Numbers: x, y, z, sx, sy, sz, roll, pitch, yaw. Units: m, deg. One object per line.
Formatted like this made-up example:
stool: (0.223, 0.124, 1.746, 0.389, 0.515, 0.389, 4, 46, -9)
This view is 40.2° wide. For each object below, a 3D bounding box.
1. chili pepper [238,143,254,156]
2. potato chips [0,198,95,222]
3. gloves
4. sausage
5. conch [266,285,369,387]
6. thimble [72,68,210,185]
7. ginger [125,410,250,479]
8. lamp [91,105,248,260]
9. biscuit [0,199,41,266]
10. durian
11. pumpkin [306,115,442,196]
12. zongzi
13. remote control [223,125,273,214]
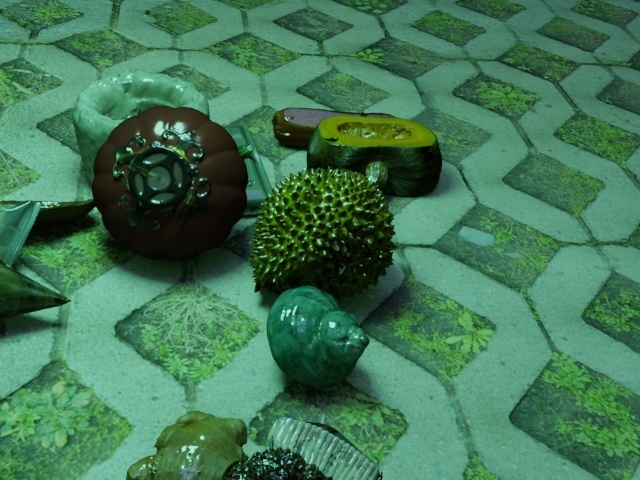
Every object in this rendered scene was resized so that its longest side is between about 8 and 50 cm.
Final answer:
chili pepper: (-0.188, -0.191, 1.945, 0.091, 0.034, 0.030, -26, 79, -39)
potato chips: (-0.552, -0.059, 1.750, 0.150, 0.049, 0.202, -1, -1, 43)
gloves: (-0.056, 0.363, 1.161, 0.210, 0.135, 0.312, 49, 44, -10)
sausage: (0.044, -0.269, 2.149, 0.330, 0.102, 0.102, 3, 35, -5)
conch: (-0.002, 0.157, 1.489, 0.202, 0.134, 0.196, 30, 42, 31)
thimble: (-0.393, -0.235, 1.926, 0.291, 0.195, 0.291, 2, 36, -2)
ginger: (-0.186, 0.325, 1.246, 0.157, 0.102, 0.216, 14, 36, 17)
lamp: (-0.290, -0.110, 1.697, 0.303, 0.303, 0.257, 6, -2, -1)
biscuit: (-0.692, -0.032, 1.638, 0.309, 0.079, 0.186, 14, 78, 13)
durian: (0.003, -0.007, 1.644, 0.293, 0.258, 0.258, -10, 38, -15)
pumpkin: (0.129, -0.187, 2.014, 0.317, 0.139, 0.222, 5, 31, -7)
zongzi: (-0.608, 0.032, 1.530, 0.300, 0.138, 0.286, -8, 58, -21)
remote control: (-0.194, -0.168, 1.988, 0.128, 0.065, 0.335, -6, 36, -13)
